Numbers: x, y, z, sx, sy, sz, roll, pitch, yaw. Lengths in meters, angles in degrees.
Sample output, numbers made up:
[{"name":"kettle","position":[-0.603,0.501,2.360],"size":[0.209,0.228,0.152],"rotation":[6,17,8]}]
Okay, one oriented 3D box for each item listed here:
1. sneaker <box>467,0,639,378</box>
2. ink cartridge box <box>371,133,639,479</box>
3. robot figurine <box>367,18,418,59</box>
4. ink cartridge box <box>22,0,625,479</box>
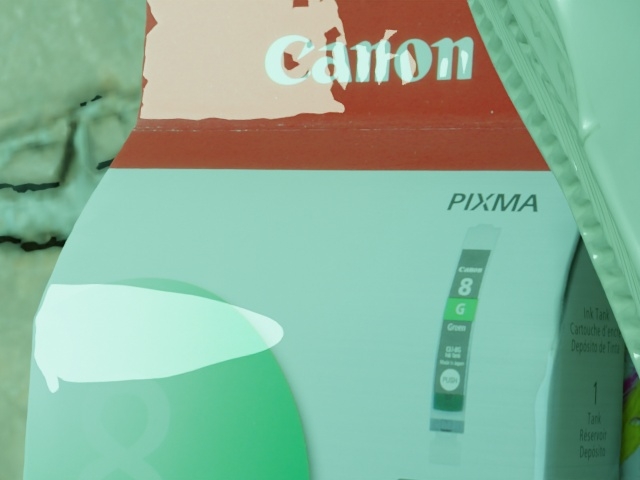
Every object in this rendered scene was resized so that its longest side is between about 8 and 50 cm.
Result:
[{"name":"sneaker","position":[0.114,-0.068,0.444],"size":[0.148,0.131,0.350],"rotation":[-20,52,3]},{"name":"ink cartridge box","position":[0.112,0.060,0.574],"size":[0.231,0.078,0.134],"rotation":[17,95,31]},{"name":"robot figurine","position":[0.130,-0.110,0.577],"size":[0.291,0.085,0.211],"rotation":[34,102,28]},{"name":"ink cartridge box","position":[0.000,0.000,0.570],"size":[0.181,0.056,0.224],"rotation":[2,89,32]}]
